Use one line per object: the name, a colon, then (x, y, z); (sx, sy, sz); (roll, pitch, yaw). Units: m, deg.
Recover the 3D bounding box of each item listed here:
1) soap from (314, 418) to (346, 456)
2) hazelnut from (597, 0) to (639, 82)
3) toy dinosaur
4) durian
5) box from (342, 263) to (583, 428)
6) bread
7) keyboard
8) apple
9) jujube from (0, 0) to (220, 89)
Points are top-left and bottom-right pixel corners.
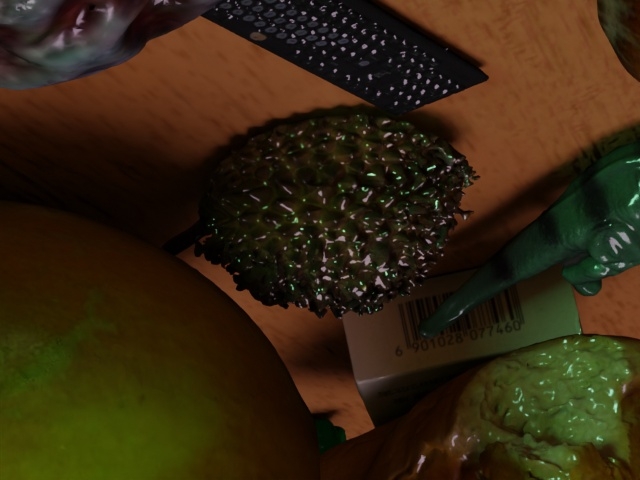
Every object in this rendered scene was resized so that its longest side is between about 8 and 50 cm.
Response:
soap: (-0.119, 0.223, 1.414); (0.273, 0.098, 0.218); (-3, 156, -19)
hazelnut: (0.172, -0.110, 0.792); (0.086, 0.086, 0.086); (-9, 158, -4)
toy dinosaur: (0.197, -0.011, 1.031); (0.120, 0.079, 0.292); (18, 142, -40)
durian: (0.000, 0.000, 0.944); (0.188, 0.091, 0.148); (-8, 157, 8)
box: (0.115, 0.097, 1.258); (0.164, 0.069, 0.256); (-12, 157, 4)
bread: (0.115, 0.172, 1.158); (0.195, 0.149, 0.344); (-6, 158, -38)
keyboard: (0.009, -0.100, 0.818); (0.064, 0.010, 0.198); (-22, 155, 30)
apple: (-0.176, 0.147, 0.920); (0.374, 0.374, 0.384); (-6, -170, -11)
jujube: (-0.098, -0.161, 0.367); (0.226, 0.226, 0.317); (-17, 159, 15)
